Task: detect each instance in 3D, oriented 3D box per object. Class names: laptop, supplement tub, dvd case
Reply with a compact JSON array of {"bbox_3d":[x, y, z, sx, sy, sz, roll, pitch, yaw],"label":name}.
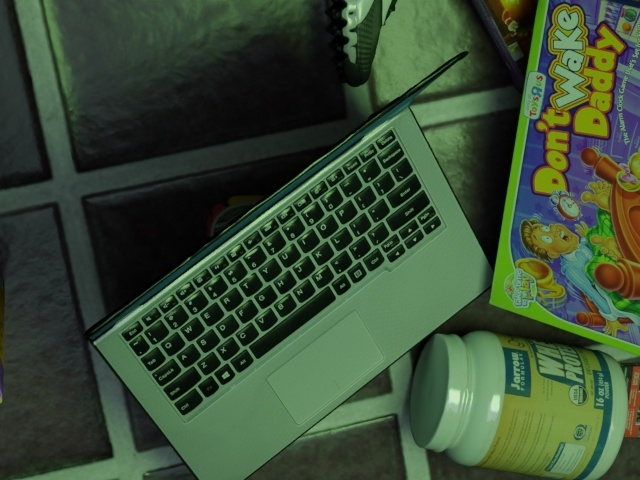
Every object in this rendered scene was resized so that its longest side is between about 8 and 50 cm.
[{"bbox_3d":[0.002,0.056,1.384,0.382,0.236,0.408,-37,126,-8],"label":"laptop"},{"bbox_3d":[0.208,0.174,1.606,0.200,0.144,0.144,10,101,-14],"label":"supplement tub"},{"bbox_3d":[0.380,0.181,1.711,0.119,0.013,0.087,2,103,-11],"label":"dvd case"}]

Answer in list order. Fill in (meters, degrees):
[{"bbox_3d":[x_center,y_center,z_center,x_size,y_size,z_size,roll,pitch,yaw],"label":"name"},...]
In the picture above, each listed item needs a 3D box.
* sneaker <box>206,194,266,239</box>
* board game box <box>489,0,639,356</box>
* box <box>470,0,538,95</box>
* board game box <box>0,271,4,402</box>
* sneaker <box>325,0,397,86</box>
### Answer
[{"bbox_3d":[0.000,0.000,1.548,0.225,0.093,0.088,-4,104,-11],"label":"sneaker"},{"bbox_3d":[0.309,-0.066,1.488,0.233,0.078,0.347,19,118,26],"label":"board game box"},{"bbox_3d":[0.288,-0.299,1.531,0.293,0.057,0.201,-35,121,-2],"label":"box"},{"bbox_3d":[-0.496,-0.024,1.303,0.356,0.356,0.356,-16,106,-7],"label":"board game box"},{"bbox_3d":[0.063,-0.268,1.503,0.106,0.078,0.234,0,101,-9],"label":"sneaker"}]
